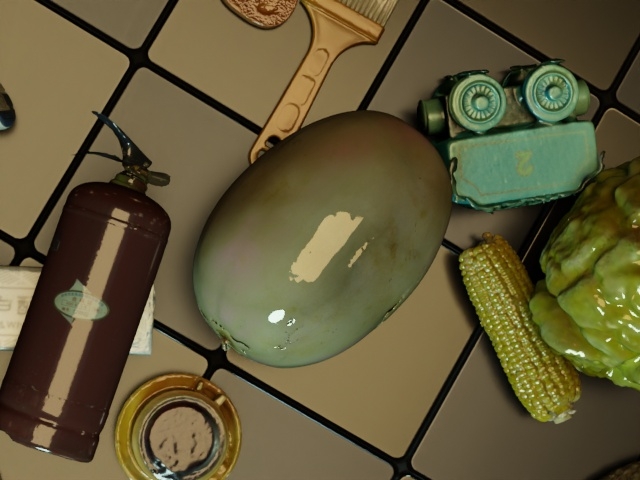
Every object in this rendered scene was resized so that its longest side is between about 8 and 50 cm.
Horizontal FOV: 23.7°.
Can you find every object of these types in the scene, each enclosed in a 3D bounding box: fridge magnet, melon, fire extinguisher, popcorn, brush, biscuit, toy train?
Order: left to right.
[{"bbox_3d":[-0.239,0.047,1.559,0.135,0.114,0.337,25,81,-42],"label":"fire extinguisher"},{"bbox_3d":[-0.157,0.219,1.696,0.143,0.063,0.143,1,87,-13],"label":"fridge magnet"},{"bbox_3d":[-0.069,-0.287,1.752,0.091,0.015,0.078,37,81,-7],"label":"biscuit"},{"bbox_3d":[-0.008,-0.197,1.760,0.103,0.013,0.272,29,84,-7],"label":"brush"},{"bbox_3d":[0.000,0.000,1.649,0.223,0.223,0.317,44,81,-5],"label":"melon"},{"bbox_3d":[0.216,-0.119,1.749,0.203,0.112,0.163,-9,96,-9],"label":"toy train"},{"bbox_3d":[0.382,0.032,1.687,0.282,0.247,0.282,7,51,-9],"label":"popcorn"}]

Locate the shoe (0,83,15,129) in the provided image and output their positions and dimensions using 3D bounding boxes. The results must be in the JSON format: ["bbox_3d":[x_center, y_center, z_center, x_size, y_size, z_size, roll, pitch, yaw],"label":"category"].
[{"bbox_3d":[-0.398,-0.171,1.674,0.071,0.064,0.143,-36,89,10],"label":"shoe"}]

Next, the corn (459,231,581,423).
[{"bbox_3d":[0.231,0.103,1.757,0.080,0.080,0.238,-28,94,-9],"label":"corn"}]

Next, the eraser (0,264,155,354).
[{"bbox_3d":[-0.384,0.072,1.646,0.403,0.098,0.096,3,87,-10],"label":"eraser"}]

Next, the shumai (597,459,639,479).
[{"bbox_3d":[0.375,0.361,1.752,0.209,0.161,0.153,-47,121,-32],"label":"shumai"}]
